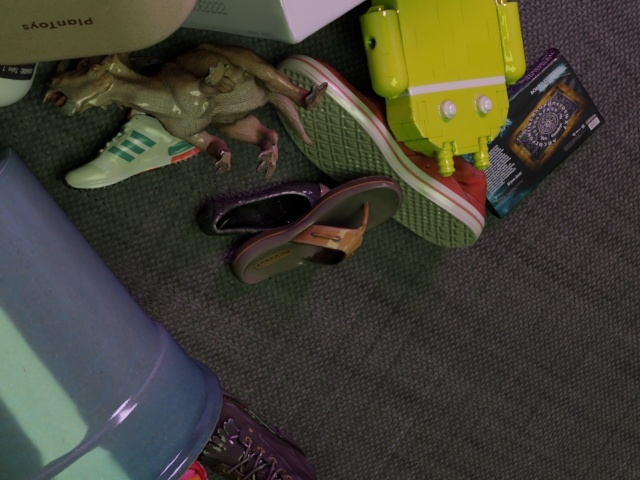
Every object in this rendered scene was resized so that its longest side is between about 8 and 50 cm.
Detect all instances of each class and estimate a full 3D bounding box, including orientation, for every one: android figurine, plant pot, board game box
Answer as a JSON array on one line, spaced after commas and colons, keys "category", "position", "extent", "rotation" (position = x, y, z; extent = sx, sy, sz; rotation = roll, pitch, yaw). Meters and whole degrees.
[{"category": "android figurine", "position": [0.140, -0.209, 1.694], "extent": [0.248, 0.056, 0.272], "rotation": [-9, 92, -43]}, {"category": "plant pot", "position": [-0.327, 0.105, 1.501], "extent": [0.341, 0.341, 0.334], "rotation": [-35, 112, -11]}, {"category": "board game box", "position": [0.256, -0.133, 1.863], "extent": [0.186, 0.026, 0.126], "rotation": [-42, 122, -6]}]

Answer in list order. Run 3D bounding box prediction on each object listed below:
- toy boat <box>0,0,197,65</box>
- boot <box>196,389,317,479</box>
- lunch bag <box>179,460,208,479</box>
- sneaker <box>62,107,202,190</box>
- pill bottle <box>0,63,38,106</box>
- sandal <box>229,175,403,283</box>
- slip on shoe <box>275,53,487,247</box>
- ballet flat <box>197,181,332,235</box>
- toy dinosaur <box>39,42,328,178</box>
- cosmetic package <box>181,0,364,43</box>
[{"category": "toy boat", "position": [-0.218, -0.250, 1.303], "extent": [0.231, 0.151, 0.151], "rotation": [-6, 154, 0]}, {"category": "boot", "position": [-0.053, 0.277, 1.744], "extent": [0.263, 0.229, 0.091], "rotation": [29, 95, -33]}, {"category": "lunch bag", "position": [-0.240, 0.343, 1.688], "extent": [0.258, 0.120, 0.293], "rotation": [-35, 148, -15]}, {"category": "sneaker", "position": [-0.209, -0.106, 1.627], "extent": [0.161, 0.057, 0.075], "rotation": [-20, 100, -18]}, {"category": "pill bottle", "position": [-0.337, -0.252, 1.421], "extent": [0.182, 0.181, 0.322], "rotation": [13, 103, -30]}, {"category": "sandal", "position": [0.000, 0.000, 1.724], "extent": [0.219, 0.060, 0.090], "rotation": [-26, 145, 3]}, {"category": "slip on shoe", "position": [0.072, -0.115, 1.740], "extent": [0.331, 0.123, 0.101], "rotation": [36, 58, -28]}, {"category": "ballet flat", "position": [-0.058, -0.030, 1.729], "extent": [0.173, 0.049, 0.057], "rotation": [-12, 115, -23]}, {"category": "toy dinosaur", "position": [-0.125, -0.169, 1.591], "extent": [0.296, 0.200, 0.127], "rotation": [-2, 121, -47]}, {"category": "cosmetic package", "position": [0.034, -0.366, 1.464], "extent": [0.453, 0.230, 0.161], "rotation": [-36, 124, -31]}]
